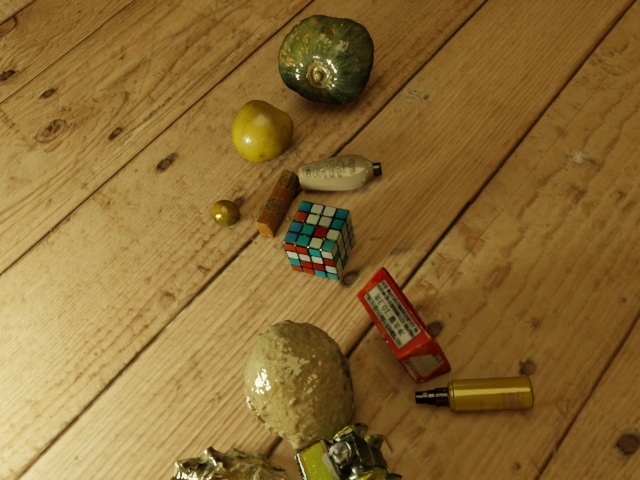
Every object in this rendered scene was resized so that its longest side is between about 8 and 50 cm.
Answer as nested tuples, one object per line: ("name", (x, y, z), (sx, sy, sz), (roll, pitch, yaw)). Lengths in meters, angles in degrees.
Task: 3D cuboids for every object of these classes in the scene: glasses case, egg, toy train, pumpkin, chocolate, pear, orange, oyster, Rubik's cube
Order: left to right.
("oyster", (-0.221, 0.592, 1.489), (0.352, 0.114, 0.237), (-2, 55, 11))
("orange", (-0.294, -0.084, 1.999), (0.095, 0.085, 0.085), (30, 66, 21))
("pear", (-0.195, -0.352, 2.097), (0.209, 0.208, 0.208), (-6, 55, 8))
("glasses case", (-0.129, -0.114, 1.989), (0.049, 0.075, 0.218), (14, 59, 17))
("egg", (-0.051, 0.341, 1.546), (0.279, 0.279, 0.310), (-23, 66, -4))
("Rubik's cube", (0.000, 0.000, 1.831), (0.151, 0.155, 0.154), (11, 59, 19))
("pumpkin", (0.018, -0.621, 2.183), (0.328, 0.291, 0.257), (21, 36, 9))
("toy train", (0.066, 0.505, 1.410), (0.178, 0.261, 0.134), (-31, 53, 6))
("chocolate", (0.205, 0.218, 1.594), (0.108, 0.234, 0.237), (-32, 55, 2))

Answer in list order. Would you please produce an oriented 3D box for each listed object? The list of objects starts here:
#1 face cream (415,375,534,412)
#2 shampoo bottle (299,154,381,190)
("face cream", (0.366, 0.372, 1.541), (0.274, 0.078, 0.078), (-5, 55, 9))
("shampoo bottle", (0.065, -0.212, 2.013), (0.257, 0.078, 0.127), (-6, 58, 10))
